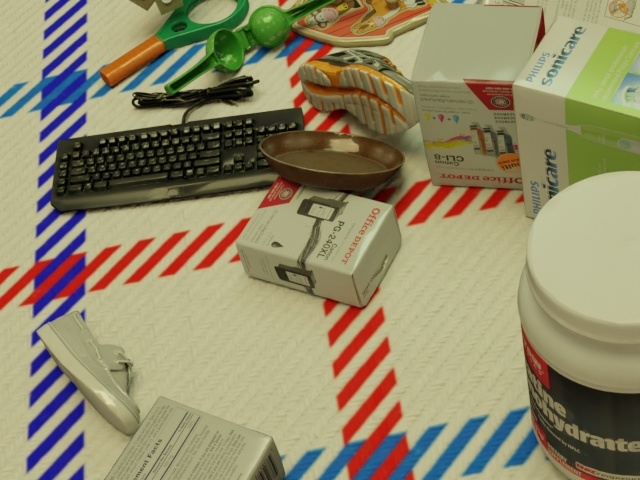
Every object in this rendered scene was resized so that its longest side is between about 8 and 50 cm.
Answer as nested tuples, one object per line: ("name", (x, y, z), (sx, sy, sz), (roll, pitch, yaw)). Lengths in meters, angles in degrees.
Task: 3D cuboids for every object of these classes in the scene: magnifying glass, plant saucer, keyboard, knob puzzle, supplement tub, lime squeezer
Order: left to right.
("magnifying glass", (-0.196, -0.278, 1.794), (0.231, 0.026, 0.092), (-35, 51, -19))
("keyboard", (-0.175, -0.131, 1.656), (0.317, 0.033, 0.201), (-7, 49, 7))
("lime squeezer", (-0.084, -0.269, 1.710), (0.310, 0.110, 0.059), (-31, 90, -18))
("plant saucer", (0.013, -0.091, 1.533), (0.168, 0.029, 0.168), (5, 21, -2))
("knob puzzle", (0.049, -0.325, 1.768), (0.213, 0.030, 0.213), (-7, 49, 8))
("supplement tub", (0.277, 0.089, 1.193), (0.191, 0.272, 0.191), (-7, 48, 8))

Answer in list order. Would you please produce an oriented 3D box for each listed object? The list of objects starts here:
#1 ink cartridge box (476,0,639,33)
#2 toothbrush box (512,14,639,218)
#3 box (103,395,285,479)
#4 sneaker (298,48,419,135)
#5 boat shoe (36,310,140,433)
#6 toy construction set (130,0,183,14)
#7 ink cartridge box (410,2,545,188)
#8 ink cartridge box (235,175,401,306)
("ink cartridge box", (0.339, -0.337, 1.623), (0.261, 0.066, 0.296), (17, 75, -4))
("toothbrush box", (0.356, -0.092, 1.375), (0.283, 0.206, 0.122), (17, 56, 27))
("box", (-0.126, 0.239, 1.296), (0.137, 0.072, 0.126), (17, 56, 25))
("sneaker", (0.062, -0.190, 1.598), (0.083, 0.084, 0.215), (-29, 34, -26))
("boat shoe", (-0.236, 0.136, 1.424), (0.063, 0.066, 0.184), (-37, 42, -17))
("toy construction set", (-0.203, -0.454, 1.846), (0.215, 0.151, 0.327), (5, 46, -23))
("ink cartridge box", (0.185, -0.160, 1.496), (0.128, 0.176, 0.127), (4, 53, 18))
("ink cartridge box", (0.000, 0.000, 1.477), (0.150, 0.063, 0.109), (14, 54, 25))
